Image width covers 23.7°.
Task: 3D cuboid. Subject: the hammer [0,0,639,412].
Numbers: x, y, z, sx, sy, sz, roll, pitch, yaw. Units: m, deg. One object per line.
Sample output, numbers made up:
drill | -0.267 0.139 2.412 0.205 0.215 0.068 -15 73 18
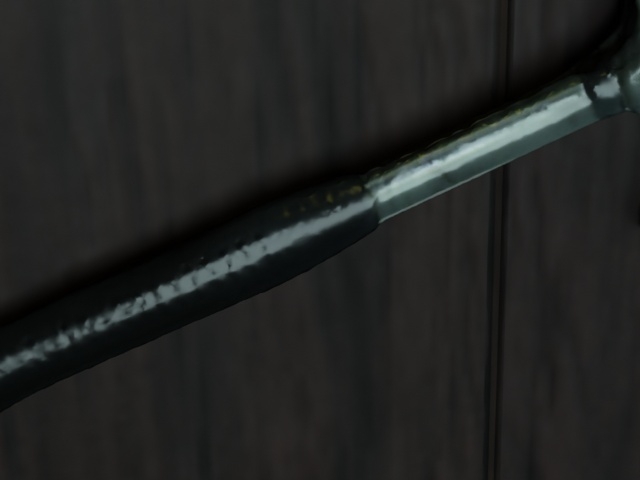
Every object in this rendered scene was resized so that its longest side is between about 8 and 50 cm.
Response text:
hammer | 0.000 0.000 0.413 0.246 0.029 0.103 -27 117 3
